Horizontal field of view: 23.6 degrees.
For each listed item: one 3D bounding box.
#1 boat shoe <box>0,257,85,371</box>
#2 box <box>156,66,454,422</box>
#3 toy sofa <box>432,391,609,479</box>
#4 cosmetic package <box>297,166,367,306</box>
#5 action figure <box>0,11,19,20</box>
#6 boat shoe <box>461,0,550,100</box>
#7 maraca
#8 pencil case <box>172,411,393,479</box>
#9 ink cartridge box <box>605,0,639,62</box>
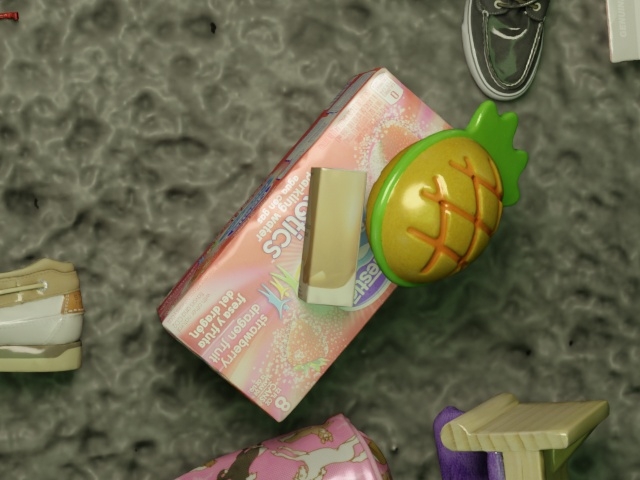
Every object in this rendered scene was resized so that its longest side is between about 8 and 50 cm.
[{"bbox_3d":[-0.365,0.061,1.377,0.302,0.113,0.103,2,91,-18],"label":"boat shoe"},{"bbox_3d":[0.000,0.000,1.394,0.142,0.154,0.300,41,86,-7],"label":"box"},{"bbox_3d":[0.178,0.329,1.400,0.177,0.150,0.362,-4,94,26],"label":"toy sofa"},{"bbox_3d":[0.009,-0.004,1.289,0.041,0.060,0.115,5,91,-9],"label":"cosmetic package"},{"bbox_3d":[-0.337,-0.212,1.404,0.115,0.030,0.038,-7,99,-5],"label":"action figure"},{"bbox_3d":[0.186,-0.247,1.444,0.080,0.076,0.228,9,91,-8],"label":"boat shoe"},{"bbox_3d":[0.110,-0.038,1.284,0.186,0.099,0.127,-40,131,-26],"label":"maraca"},{"bbox_3d":[-0.105,0.304,1.396,0.386,0.167,0.160,-23,128,-5],"label":"pencil case"},{"bbox_3d":[0.383,-0.322,1.471,0.261,0.066,0.296,-5,93,-7],"label":"ink cartridge box"}]
